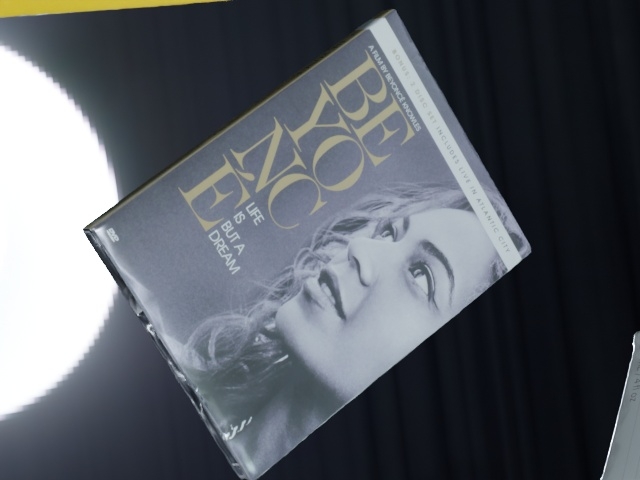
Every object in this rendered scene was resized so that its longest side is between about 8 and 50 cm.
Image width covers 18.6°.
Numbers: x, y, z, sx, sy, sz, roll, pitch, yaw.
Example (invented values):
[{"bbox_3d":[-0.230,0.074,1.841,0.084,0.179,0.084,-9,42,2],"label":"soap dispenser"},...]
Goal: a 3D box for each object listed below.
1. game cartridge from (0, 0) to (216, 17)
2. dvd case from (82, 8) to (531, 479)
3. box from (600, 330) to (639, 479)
[{"bbox_3d":[-0.184,-0.284,1.809,0.285,0.053,0.324,-4,-156,1],"label":"game cartridge"},{"bbox_3d":[0.000,0.000,1.065,0.221,0.164,0.018,-38,-164,-25],"label":"dvd case"},{"bbox_3d":[0.314,0.182,1.512,0.119,0.182,0.181,-12,-144,30],"label":"box"}]
